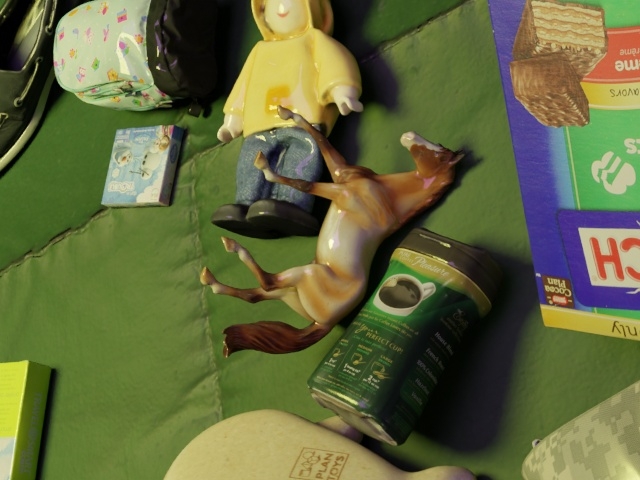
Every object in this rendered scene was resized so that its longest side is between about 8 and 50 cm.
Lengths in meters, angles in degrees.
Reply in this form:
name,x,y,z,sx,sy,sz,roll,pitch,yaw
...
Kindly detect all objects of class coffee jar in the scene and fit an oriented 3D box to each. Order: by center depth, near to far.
name,x,y,z,sx,sy,sz,roll,pitch,yaw
coffee jar,0.076,0.078,1.192,0.096,0.079,0.184,22,71,43

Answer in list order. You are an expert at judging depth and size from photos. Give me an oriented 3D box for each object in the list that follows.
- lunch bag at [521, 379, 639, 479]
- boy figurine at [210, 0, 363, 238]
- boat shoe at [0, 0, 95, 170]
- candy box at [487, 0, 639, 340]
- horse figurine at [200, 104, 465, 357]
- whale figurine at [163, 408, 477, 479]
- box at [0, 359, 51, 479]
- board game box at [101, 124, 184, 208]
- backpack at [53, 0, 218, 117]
name,x,y,z,sx,sy,sz,roll,pitch,yaw
lunch bag,0.268,0.218,0.847,0.256,0.212,0.305,-29,54,27
boy figurine,-0.028,-0.146,1.380,0.177,0.092,0.285,-2,75,40
boat shoe,-0.375,-0.220,1.664,0.340,0.113,0.127,-51,50,11
candy box,0.273,-0.081,0.985,0.268,0.122,0.317,6,120,39
horse figurine,0.000,0.000,1.281,0.263,0.174,0.066,-66,9,0
whale figurine,-0.002,0.243,1.188,0.272,0.141,0.216,1,32,19
box,-0.356,0.224,1.521,0.109,0.042,0.178,-8,68,37
board game box,-0.197,-0.081,1.531,0.090,0.020,0.090,-2,73,38
backpack,-0.204,-0.211,1.526,0.182,0.115,0.151,-8,71,39
